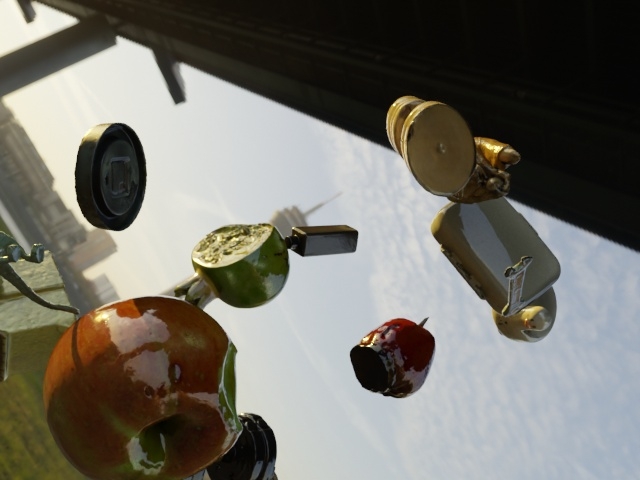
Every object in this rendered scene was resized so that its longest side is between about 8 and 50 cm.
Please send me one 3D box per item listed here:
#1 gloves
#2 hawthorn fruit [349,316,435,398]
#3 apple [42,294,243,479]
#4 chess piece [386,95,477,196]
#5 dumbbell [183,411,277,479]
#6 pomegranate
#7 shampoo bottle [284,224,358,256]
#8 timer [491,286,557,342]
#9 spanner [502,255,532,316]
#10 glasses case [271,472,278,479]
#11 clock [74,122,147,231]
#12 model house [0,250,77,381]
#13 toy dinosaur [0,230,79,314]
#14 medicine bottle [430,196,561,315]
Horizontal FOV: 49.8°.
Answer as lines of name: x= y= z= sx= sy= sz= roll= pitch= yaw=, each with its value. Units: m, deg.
gloves: x=0.410 y=-0.179 z=1.820 sx=0.356 sy=0.203 sz=0.155 roll=-88 pitch=153 yaw=-78
hawthorn fruit: x=0.189 y=0.271 z=1.684 sx=0.189 sy=0.251 sz=0.189 roll=24 pitch=-40 yaw=22
apple: x=-0.304 y=0.255 z=1.209 sx=0.339 sy=0.339 sz=0.339 roll=48 pitch=-22 yaw=26
chess piece: x=0.174 y=-0.185 z=1.224 sx=0.139 sy=0.124 sz=0.307 roll=40 pitch=9 yaw=-16
dumbbell: x=-0.250 y=0.470 z=1.516 sx=0.388 sy=0.185 sz=0.185 roll=19 pitch=18 yaw=-50
pomegranate: x=-0.245 y=0.106 z=1.986 sx=0.310 sy=0.358 sz=0.216 roll=17 pitch=-38 yaw=49
shampoo bottle: x=0.000 y=0.000 z=2.133 sx=0.080 sy=0.246 sz=0.079 roll=27 pitch=-65 yaw=50
timer: x=0.653 y=0.207 z=2.150 sx=0.240 sy=0.233 sz=0.233 roll=-5 pitch=-64 yaw=56
spanner: x=0.442 y=0.106 z=1.555 sx=0.017 sy=0.071 sz=0.302 roll=55 pitch=-3 yaw=28
glasses case: x=-0.212 y=0.801 z=2.010 sx=0.085 sy=0.354 sz=0.137 roll=-33 pitch=-68 yaw=30
clock: x=-0.410 y=-0.125 z=1.355 sx=0.042 sy=0.215 sz=0.215 roll=4 pitch=-41 yaw=13
model house: x=-0.791 y=0.207 z=1.776 sx=0.321 sy=0.266 sz=0.261 roll=52 pitch=-43 yaw=36
toy dinosaur: x=-0.457 y=0.034 z=1.033 sx=0.129 sy=0.076 sz=0.383 roll=2 pitch=-39 yaw=31
medicine bottle: x=0.516 y=0.022 z=2.033 sx=0.375 sy=0.282 sz=0.123 roll=51 pitch=-26 yaw=14
